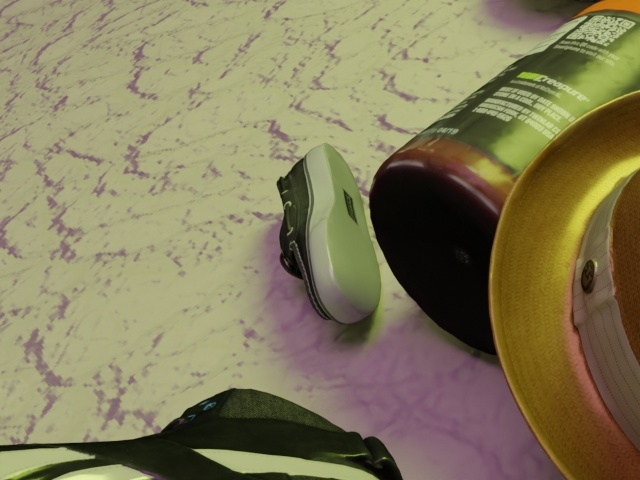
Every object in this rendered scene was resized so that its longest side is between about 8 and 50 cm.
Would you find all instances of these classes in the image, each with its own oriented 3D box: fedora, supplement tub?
[{"bbox_3d":[0.149,0.011,0.332,0.194,0.079,0.194,2,60,-3],"label":"fedora"},{"bbox_3d":[0.123,-0.042,0.465,0.198,0.106,0.106,-37,37,-25],"label":"supplement tub"}]

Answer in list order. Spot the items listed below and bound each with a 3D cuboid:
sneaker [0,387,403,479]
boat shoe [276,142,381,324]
[{"bbox_3d":[-0.077,0.097,0.359,0.217,0.079,0.121,6,14,-4],"label":"sneaker"},{"bbox_3d":[0.000,0.000,0.528,0.040,0.049,0.142,-32,28,17],"label":"boat shoe"}]
